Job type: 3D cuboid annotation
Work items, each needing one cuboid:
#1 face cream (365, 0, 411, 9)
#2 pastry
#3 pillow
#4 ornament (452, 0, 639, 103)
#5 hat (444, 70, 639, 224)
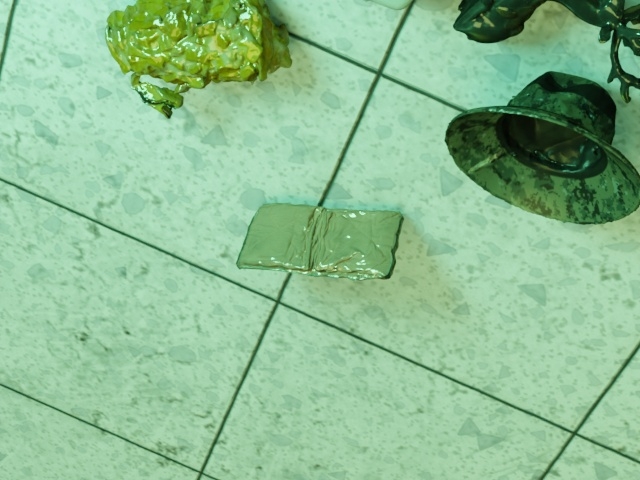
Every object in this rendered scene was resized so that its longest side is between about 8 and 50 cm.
[{"bbox_3d":[-0.031,-0.381,1.990,0.345,0.102,0.102,27,136,-3],"label":"face cream"},{"bbox_3d":[-0.168,-0.254,2.166,0.250,0.102,0.154,-5,126,24],"label":"pastry"},{"bbox_3d":[0.000,0.000,2.323,0.232,0.126,0.043,4,144,19],"label":"pillow"},{"bbox_3d":[0.299,-0.251,1.990,0.236,0.080,0.202,32,140,-12],"label":"ornament"},{"bbox_3d":[0.296,-0.136,2.060,0.265,0.128,0.265,21,158,9],"label":"hat"}]
